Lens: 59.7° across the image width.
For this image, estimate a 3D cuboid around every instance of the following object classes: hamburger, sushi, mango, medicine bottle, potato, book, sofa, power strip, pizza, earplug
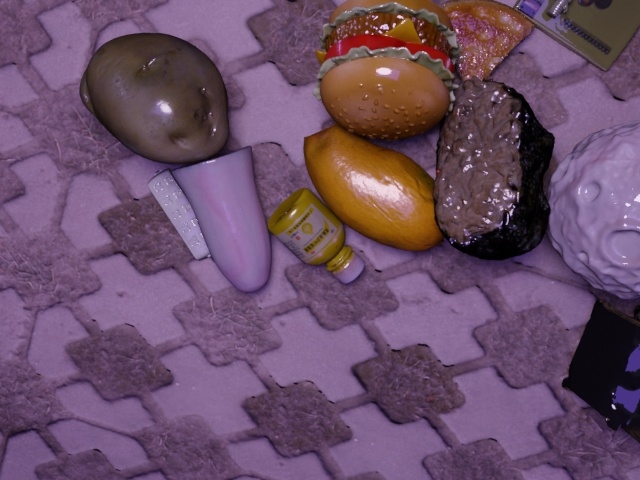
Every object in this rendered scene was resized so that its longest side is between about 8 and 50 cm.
[{"bbox_3d":[0.123,-0.304,1.048,0.275,0.274,0.212,7,75,3],"label":"hamburger"},{"bbox_3d":[0.319,-0.136,1.057,0.211,0.171,0.349,-6,69,38],"label":"sushi"},{"bbox_3d":[0.110,-0.105,1.154,0.359,0.144,0.186,31,94,4],"label":"mango"},{"bbox_3d":[0.000,0.000,1.185,0.122,0.122,0.212,-43,106,8],"label":"medicine bottle"},{"bbox_3d":[-0.319,-0.286,1.097,0.243,0.221,0.326,-40,55,-11],"label":"potato"},{"bbox_3d":[0.582,-0.554,1.112,0.239,0.035,0.352,32,98,-2],"label":"book"},{"bbox_3d":[0.660,0.269,1.155,0.182,0.200,0.258,16,98,-10],"label":"sofa"},{"bbox_3d":[-0.299,-0.048,1.243,0.060,0.027,0.252,-32,95,7],"label":"power strip"},{"bbox_3d":[0.313,-0.395,1.142,0.201,0.053,0.193,19,98,-2],"label":"pizza"},{"bbox_3d":[-0.183,-0.032,1.184,0.173,0.172,0.301,-16,104,6],"label":"earplug"}]

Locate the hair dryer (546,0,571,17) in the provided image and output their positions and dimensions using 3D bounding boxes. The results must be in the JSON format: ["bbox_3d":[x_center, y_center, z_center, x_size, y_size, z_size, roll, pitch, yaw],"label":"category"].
[{"bbox_3d":[0.492,-0.632,1.053,0.298,0.119,0.295,-35,87,18],"label":"hair dryer"}]

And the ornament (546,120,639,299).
[{"bbox_3d":[0.587,-0.056,1.042,0.337,0.337,0.336,0,98,4],"label":"ornament"}]
